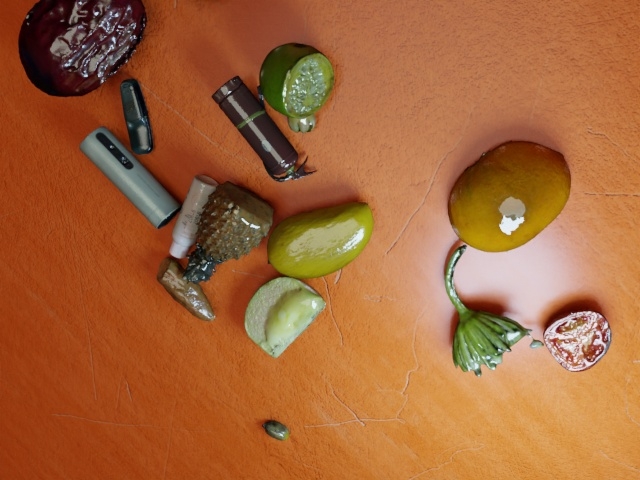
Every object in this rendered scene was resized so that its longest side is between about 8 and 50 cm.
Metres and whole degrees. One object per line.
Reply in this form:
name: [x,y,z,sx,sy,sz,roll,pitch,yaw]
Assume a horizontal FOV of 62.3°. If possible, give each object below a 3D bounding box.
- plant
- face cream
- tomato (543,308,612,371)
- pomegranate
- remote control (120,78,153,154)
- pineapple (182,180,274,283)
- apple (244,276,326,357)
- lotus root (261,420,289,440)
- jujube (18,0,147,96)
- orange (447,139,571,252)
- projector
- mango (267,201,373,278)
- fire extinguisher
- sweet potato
plant: [0.438,0.213,1.528,0.251,0.180,0.334,-39,66,26]
face cream: [-0.393,-0.067,1.618,0.081,0.082,0.269,27,110,3]
tomato: [0.719,0.264,1.474,0.174,0.082,0.166,-40,90,24]
pomegranate: [-0.066,-0.418,1.417,0.159,0.241,0.190,36,89,36]
remote control: [-0.552,-0.368,1.584,0.072,0.042,0.222,-5,104,12]
pineapple: [-0.294,0.001,1.564,0.202,0.202,0.362,38,117,-1]
apple: [-0.113,0.211,1.623,0.193,0.120,0.265,44,108,10]
lotus root: [-0.151,0.638,1.786,0.099,0.054,0.049,24,119,4]
jujube: [-0.650,-0.565,1.449,0.376,0.258,0.258,-41,94,3]
orange: [0.494,-0.105,1.413,0.274,0.274,0.310,52,140,-5]
projector: [-0.573,-0.189,1.609,0.108,0.108,0.337,-42,94,20]
mango: [0.000,0.008,1.525,0.331,0.142,0.195,-12,108,13]
fire extinguisher: [-0.149,-0.301,1.489,0.141,0.105,0.341,-40,103,-2]
sweet potato: [-0.430,0.164,1.687,0.097,0.097,0.252,-38,94,19]
